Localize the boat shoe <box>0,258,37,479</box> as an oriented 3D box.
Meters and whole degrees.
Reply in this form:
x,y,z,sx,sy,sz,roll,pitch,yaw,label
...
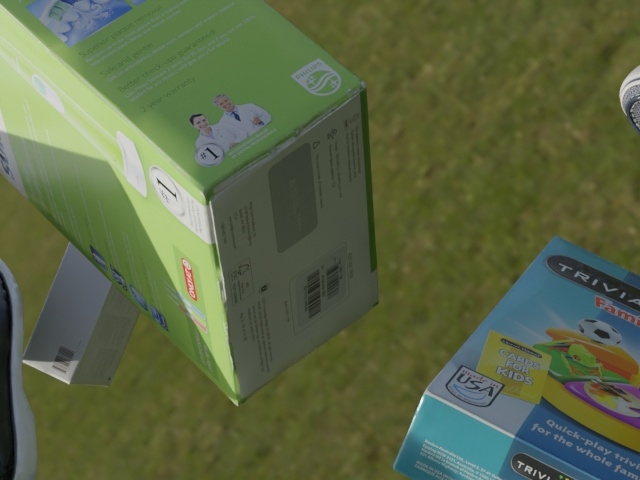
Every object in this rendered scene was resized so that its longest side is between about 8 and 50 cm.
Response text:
x,y,z,sx,sy,sz,roll,pitch,yaw,label
-0.311,0.112,1.638,0.114,0.091,0.302,-56,35,27,boat shoe

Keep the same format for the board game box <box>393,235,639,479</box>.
x,y,z,sx,sy,sz,roll,pitch,yaw,label
0.237,0.134,1.495,0.336,0.254,0.079,-42,-25,-59,board game box

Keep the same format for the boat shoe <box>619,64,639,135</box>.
x,y,z,sx,sy,sz,roll,pitch,yaw,label
0.439,-0.052,2.008,0.158,0.340,0.127,-48,-20,-31,boat shoe

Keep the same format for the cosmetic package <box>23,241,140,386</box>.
x,y,z,sx,sy,sz,roll,pitch,yaw,label
-0.192,0.014,1.767,0.239,0.060,0.099,-68,-19,0,cosmetic package

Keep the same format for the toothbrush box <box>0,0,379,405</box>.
x,y,z,sx,sy,sz,roll,pitch,yaw,label
-0.102,-0.071,1.154,0.122,0.283,0.206,-36,-33,-22,toothbrush box
